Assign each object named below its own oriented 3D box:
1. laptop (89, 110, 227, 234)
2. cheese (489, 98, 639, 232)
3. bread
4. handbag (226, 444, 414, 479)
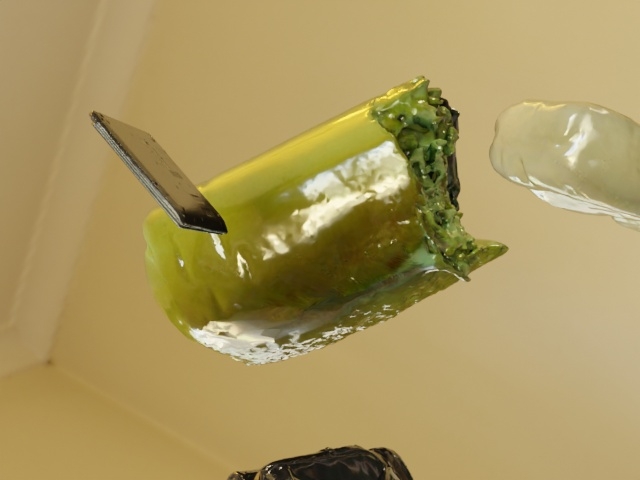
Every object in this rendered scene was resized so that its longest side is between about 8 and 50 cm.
[{"bbox_3d":[-0.142,-0.058,1.248,0.016,0.129,0.180,-42,-6,6],"label":"laptop"},{"bbox_3d":[0.284,-0.060,1.266,0.159,0.263,0.093,-173,100,-75],"label":"cheese"},{"bbox_3d":[0.000,0.000,1.506,0.376,0.208,0.251,-23,-25,17],"label":"bread"},{"bbox_3d":[0.051,0.315,1.332,0.244,0.275,0.088,0,-49,-45],"label":"handbag"}]
